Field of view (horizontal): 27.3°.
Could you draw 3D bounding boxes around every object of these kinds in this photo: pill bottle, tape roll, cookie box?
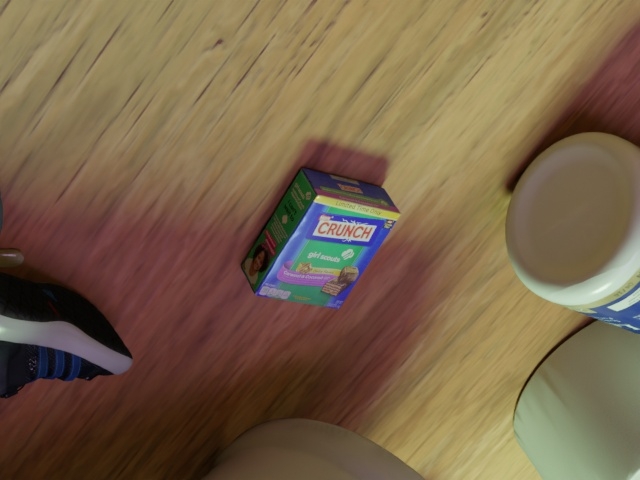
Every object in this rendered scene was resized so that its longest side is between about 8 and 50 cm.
[{"bbox_3d":[0.303,0.010,1.193,0.264,0.153,0.153,20,117,-41],"label":"pill bottle"},{"bbox_3d":[0.350,0.207,1.395,0.246,0.169,0.246,-17,136,-17],"label":"tape roll"},{"bbox_3d":[0.000,0.000,1.086,0.092,0.040,0.107,12,122,-37],"label":"cookie box"}]

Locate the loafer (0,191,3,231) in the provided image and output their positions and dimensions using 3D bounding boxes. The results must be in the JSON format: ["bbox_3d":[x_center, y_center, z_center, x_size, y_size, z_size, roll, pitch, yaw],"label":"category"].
[{"bbox_3d":[-0.305,-0.082,0.810,0.109,0.095,0.302,-57,146,-18],"label":"loafer"}]

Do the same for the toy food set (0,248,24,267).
[{"bbox_3d":[-0.287,0.093,1.002,0.132,0.038,0.192,-6,132,-27],"label":"toy food set"}]

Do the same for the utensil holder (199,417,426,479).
[{"bbox_3d":[-0.078,0.386,1.082,0.385,0.327,0.328,-37,148,-42],"label":"utensil holder"}]

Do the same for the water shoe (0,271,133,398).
[{"bbox_3d":[-0.220,0.076,0.983,0.080,0.073,0.203,-44,152,7],"label":"water shoe"}]
